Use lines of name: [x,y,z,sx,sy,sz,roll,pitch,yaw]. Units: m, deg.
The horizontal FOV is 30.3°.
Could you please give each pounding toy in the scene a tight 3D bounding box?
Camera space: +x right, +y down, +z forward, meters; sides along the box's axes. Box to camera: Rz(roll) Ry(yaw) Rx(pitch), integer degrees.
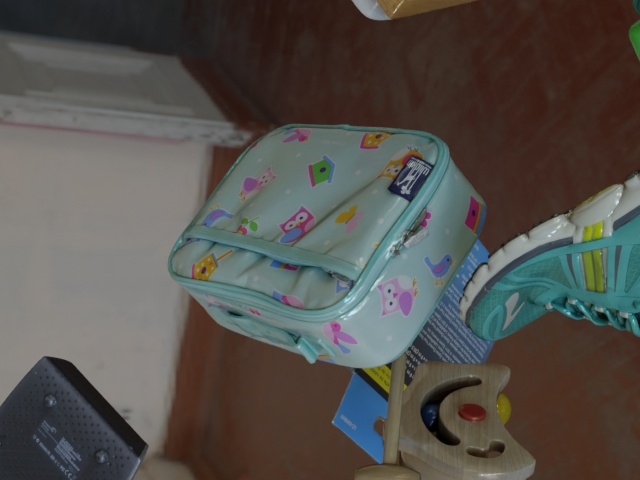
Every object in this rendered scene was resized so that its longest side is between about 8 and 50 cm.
pounding toy: [0.144,0.186,1.179,0.269,0.154,0.154,-48,-34,-60]

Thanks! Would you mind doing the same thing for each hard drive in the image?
hard drive: [-0.298,0.261,1.283,0.172,0.054,0.254,44,113,14]

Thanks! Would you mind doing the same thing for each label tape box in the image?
label tape box: [0.111,0.136,1.563,0.106,0.240,0.333,9,62,43]

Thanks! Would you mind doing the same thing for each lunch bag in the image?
lunch bag: [0.000,0.000,1.091,0.279,0.108,0.224,10,55,47]

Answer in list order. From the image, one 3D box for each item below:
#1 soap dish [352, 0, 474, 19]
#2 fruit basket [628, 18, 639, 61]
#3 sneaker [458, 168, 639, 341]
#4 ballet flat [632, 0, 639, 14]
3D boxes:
soap dish: [0.064,-0.345,1.060,0.118,0.229,0.290,-39,80,40]
fruit basket: [0.515,-0.147,1.042,0.392,0.283,0.392,14,121,25]
sneaker: [0.216,0.024,0.891,0.275,0.107,0.110,-32,74,41]
ballet flat: [0.160,-0.123,0.431,0.067,0.073,0.206,-58,1,2]
